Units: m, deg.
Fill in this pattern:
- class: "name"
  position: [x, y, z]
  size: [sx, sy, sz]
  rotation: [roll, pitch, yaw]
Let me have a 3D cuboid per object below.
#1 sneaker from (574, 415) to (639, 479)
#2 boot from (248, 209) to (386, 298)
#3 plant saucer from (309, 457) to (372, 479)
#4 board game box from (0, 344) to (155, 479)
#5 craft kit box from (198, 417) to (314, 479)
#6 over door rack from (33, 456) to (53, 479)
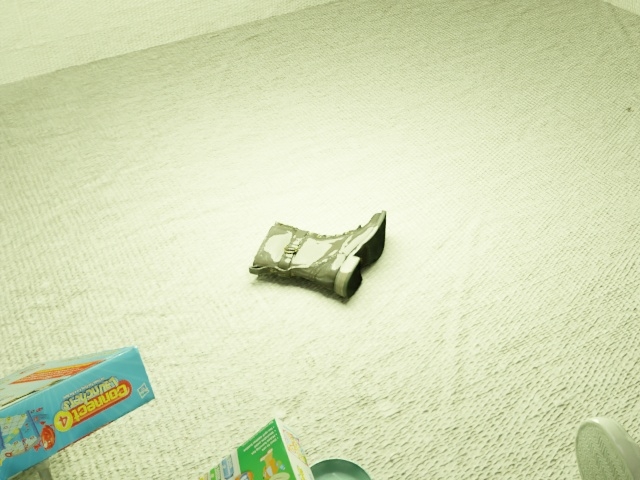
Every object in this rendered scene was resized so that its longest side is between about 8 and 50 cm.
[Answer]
- class: "sneaker"
  position: [0.474, 0.353, 1.020]
  size: [0.169, 0.108, 0.293]
  rotation: [-19, 75, -25]
- class: "boot"
  position: [0.000, 0.000, 1.558]
  size: [0.228, 0.091, 0.263]
  rotation: [17, 45, 22]
- class: "plant saucer"
  position: [0.023, 0.381, 1.133]
  size: [0.119, 0.021, 0.119]
  rotation: [-1, 38, 1]
- class: "board game box"
  position: [-0.451, 0.259, 1.085]
  size: [0.308, 0.086, 0.301]
  rotation: [-15, 6, 42]
- class: "craft kit box"
  position: [-0.104, 0.399, 0.982]
  size: [0.250, 0.061, 0.247]
  rotation: [-41, 39, 7]
- class: "over door rack"
  position: [-0.480, 0.367, 1.034]
  size: [0.239, 0.108, 0.324]
  rotation: [-20, 19, -21]
